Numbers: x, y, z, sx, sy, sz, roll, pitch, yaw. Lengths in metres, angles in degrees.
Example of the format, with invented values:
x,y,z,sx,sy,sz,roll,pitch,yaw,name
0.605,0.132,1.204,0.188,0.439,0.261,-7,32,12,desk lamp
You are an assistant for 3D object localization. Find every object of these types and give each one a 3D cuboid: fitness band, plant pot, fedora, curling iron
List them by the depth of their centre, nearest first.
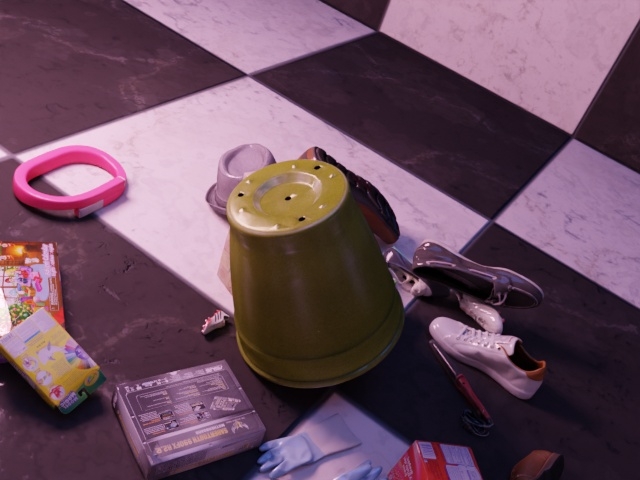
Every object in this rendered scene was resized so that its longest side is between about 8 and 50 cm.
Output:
x,y,z,sx,sy,sz,roll,pitch,yaw,name
-0.034,0.042,1.468,0.367,0.352,0.366,-8,40,7,plant pot
0.310,0.324,1.657,0.068,0.035,0.274,4,39,-24,curling iron
-0.610,-0.151,1.797,0.209,0.054,0.291,31,35,14,fitness band
-0.189,-0.174,1.920,0.244,0.124,0.275,0,31,11,fedora

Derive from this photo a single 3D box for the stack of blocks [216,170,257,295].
x,y,z,sx,sy,sz,roll,pitch,yaw,name
-0.114,-0.019,1.666,0.171,0.297,0.087,-12,46,-37,stack of blocks

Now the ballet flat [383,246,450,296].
x,y,z,sx,sy,sz,roll,pitch,yaw,name
0.239,0.100,1.900,0.203,0.074,0.074,37,38,11,ballet flat

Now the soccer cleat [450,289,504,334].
x,y,z,sx,sy,sz,roll,pitch,yaw,name
0.401,0.178,1.880,0.076,0.068,0.196,0,33,-20,soccer cleat

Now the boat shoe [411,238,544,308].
x,y,z,sx,sy,sz,roll,pitch,yaw,name
0.384,0.108,1.828,0.335,0.112,0.095,24,51,11,boat shoe

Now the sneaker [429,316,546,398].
x,y,z,sx,sy,sz,roll,pitch,yaw,name
0.403,0.246,1.737,0.290,0.123,0.106,31,38,15,sneaker

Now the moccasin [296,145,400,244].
x,y,z,sx,sy,sz,roll,pitch,yaw,name
0.068,-0.095,1.956,0.380,0.147,0.139,30,33,-36,moccasin

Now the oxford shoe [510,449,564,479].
x,y,z,sx,sy,sz,roll,pitch,yaw,name
0.411,0.494,1.475,0.076,0.076,0.212,10,25,42,oxford shoe

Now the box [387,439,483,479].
x,y,z,sx,sy,sz,roll,pitch,yaw,name
0.227,0.500,1.299,0.128,0.122,0.256,13,36,-23,box

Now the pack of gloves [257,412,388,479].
x,y,z,sx,sy,sz,roll,pitch,yaw,name
0.009,0.421,1.366,0.232,0.046,0.195,-13,48,-39,pack of gloves

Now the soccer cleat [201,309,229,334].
x,y,z,sx,sy,sz,roll,pitch,yaw,name
-0.227,0.179,1.579,0.036,0.029,0.083,24,30,10,soccer cleat

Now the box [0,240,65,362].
x,y,z,sx,sy,sz,roll,pitch,yaw,name
-0.615,0.114,1.436,0.201,0.057,0.293,1,40,-26,box

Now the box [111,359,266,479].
x,y,z,sx,sy,sz,roll,pitch,yaw,name
-0.243,0.325,1.351,0.231,0.056,0.183,-9,46,-35,box

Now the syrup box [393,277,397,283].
x,y,z,sx,sy,sz,roll,pitch,yaw,name
0.085,0.158,1.711,0.096,0.093,0.237,29,36,10,syrup box

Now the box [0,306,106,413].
x,y,z,sx,sy,sz,roll,pitch,yaw,name
-0.484,0.220,1.321,0.179,0.043,0.105,47,55,2,box
